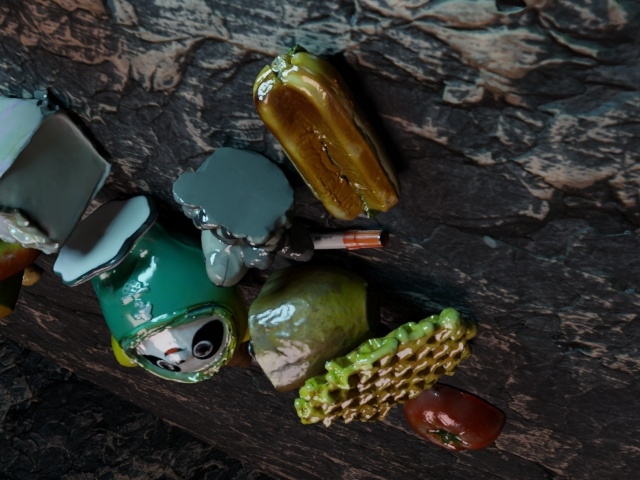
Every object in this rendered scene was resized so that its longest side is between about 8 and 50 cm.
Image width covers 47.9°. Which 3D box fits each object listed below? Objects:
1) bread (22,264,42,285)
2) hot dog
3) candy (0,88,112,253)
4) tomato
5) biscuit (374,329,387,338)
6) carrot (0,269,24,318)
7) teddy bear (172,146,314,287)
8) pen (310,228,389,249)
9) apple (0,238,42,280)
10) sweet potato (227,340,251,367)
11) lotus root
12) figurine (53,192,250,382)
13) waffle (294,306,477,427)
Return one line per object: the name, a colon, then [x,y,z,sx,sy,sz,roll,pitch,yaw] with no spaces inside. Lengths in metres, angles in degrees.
bread: [-0.767,0.076,1.819,0.082,0.056,0.115,-7,141,47]
hot dog: [0.014,-0.107,0.780,0.104,0.076,0.250,-14,144,24]
candy: [-0.425,-0.098,1.037,0.137,0.195,0.185,16,159,26]
tomato: [0.268,0.375,1.500,0.225,0.085,0.225,20,153,11]
biscuit: [0.064,0.191,1.351,0.320,0.047,0.183,34,155,-22]
carrot: [-0.762,0.070,1.530,0.242,0.340,0.241,11,164,3]
teddy bear: [-0.095,-0.009,0.980,0.171,0.144,0.251,13,156,6]
pen: [0.000,0.000,1.047,0.239,0.028,0.028,-2,145,43]
apple: [-0.610,-0.037,1.279,0.230,0.230,0.230,19,155,9]
sweet potato: [-0.205,0.209,1.517,0.131,0.131,0.336,10,152,26]
lotus root: [0.010,0.135,1.118,0.180,0.188,0.199,-13,118,21]
figurine: [-0.266,0.096,1.240,0.324,0.231,0.340,-25,128,12]
waffle: [0.110,0.210,1.130,0.060,0.307,0.312,61,180,29]
